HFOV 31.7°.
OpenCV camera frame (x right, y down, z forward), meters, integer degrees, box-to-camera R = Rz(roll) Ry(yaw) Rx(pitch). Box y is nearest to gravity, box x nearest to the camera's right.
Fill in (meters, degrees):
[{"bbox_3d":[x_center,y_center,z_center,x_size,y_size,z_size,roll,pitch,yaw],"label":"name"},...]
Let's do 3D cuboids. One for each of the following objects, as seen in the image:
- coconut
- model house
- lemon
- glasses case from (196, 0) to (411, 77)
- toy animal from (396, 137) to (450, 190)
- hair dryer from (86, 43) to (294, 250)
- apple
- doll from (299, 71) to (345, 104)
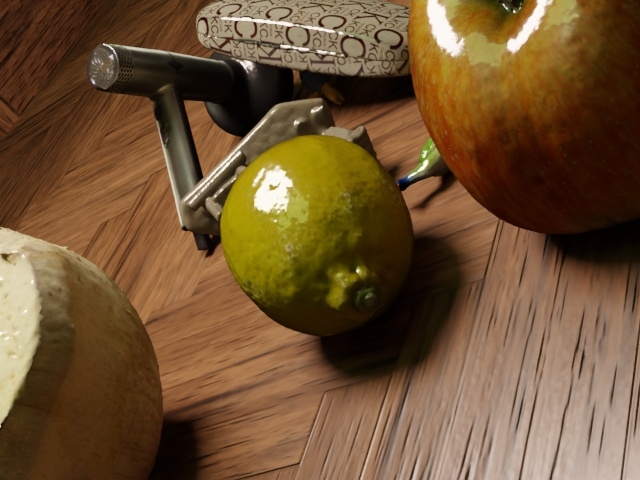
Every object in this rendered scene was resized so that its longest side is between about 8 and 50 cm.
[{"bbox_3d":[-0.348,0.176,1.146,0.405,0.404,0.404,-35,26,20],"label":"coconut"},{"bbox_3d":[-0.038,-0.055,1.295,0.229,0.122,0.188,-42,26,-4],"label":"model house"},{"bbox_3d":[0.000,0.000,1.085,0.184,0.184,0.248,-40,42,9],"label":"lemon"},{"bbox_3d":[-0.004,-0.273,1.474,0.355,0.085,0.137,13,32,30],"label":"glasses case"},{"bbox_3d":[0.161,-0.121,1.196,0.217,0.041,0.075,-47,23,-17],"label":"toy animal"},{"bbox_3d":[-0.176,-0.141,1.573,0.156,0.284,0.320,-1,11,35],"label":"hair dryer"},{"bbox_3d":[0.200,-0.164,0.947,0.277,0.250,0.309,-42,27,2],"label":"apple"},{"bbox_3d":[0.011,-0.256,1.598,0.102,0.089,0.179,-22,56,41],"label":"doll"}]
